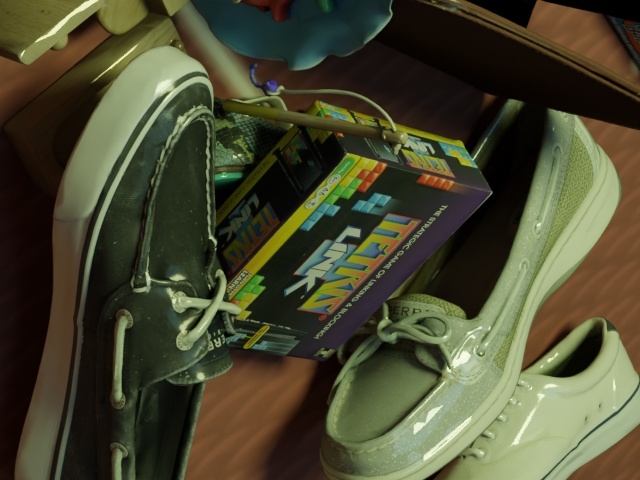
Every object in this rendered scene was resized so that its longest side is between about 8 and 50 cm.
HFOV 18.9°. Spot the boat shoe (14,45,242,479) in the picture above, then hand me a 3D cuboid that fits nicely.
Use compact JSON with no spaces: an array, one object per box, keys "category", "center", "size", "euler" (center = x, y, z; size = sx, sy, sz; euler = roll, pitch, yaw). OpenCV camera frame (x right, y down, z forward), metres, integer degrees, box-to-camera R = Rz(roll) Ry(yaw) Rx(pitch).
[{"category":"boat shoe","center":[-0.092,0.042,1.077],"size":[0.108,0.102,0.301],"euler":[-22,133,-56]}]

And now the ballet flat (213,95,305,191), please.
[{"category":"ballet flat","center":[-0.013,-0.057,1.199],"size":[0.188,0.070,0.070],"euler":[8,99,-50]}]

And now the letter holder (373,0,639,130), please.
[{"category":"letter holder","center":[0.115,-0.179,1.163],"size":[0.302,0.214,0.152],"euler":[18,92,-47]}]

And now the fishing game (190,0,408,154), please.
[{"category":"fishing game","center":[-0.038,-0.174,1.033],"size":[0.041,0.189,0.264],"euler":[-36,131,-40]}]

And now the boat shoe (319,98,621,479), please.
[{"category":"boat shoe","center":[0.092,0.030,1.300],"size":[0.320,0.118,0.103],"euler":[-51,128,-24]}]

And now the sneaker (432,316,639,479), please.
[{"category":"sneaker","center":[0.137,0.143,1.415],"size":[0.258,0.094,0.091],"euler":[-34,109,-37]}]

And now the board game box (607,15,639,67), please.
[{"category":"board game box","center":[0.284,-0.204,1.444],"size":[0.160,0.047,0.210],"euler":[-57,136,-13]}]

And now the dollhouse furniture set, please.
[{"category":"dollhouse furniture set","center":[-0.115,-0.094,1.032],"size":[0.144,0.123,0.151],"euler":[-43,131,-25]}]

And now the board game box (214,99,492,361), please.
[{"category":"board game box","center":[0.000,0.000,1.177],"size":[0.141,0.048,0.170],"euler":[12,130,-46]}]
